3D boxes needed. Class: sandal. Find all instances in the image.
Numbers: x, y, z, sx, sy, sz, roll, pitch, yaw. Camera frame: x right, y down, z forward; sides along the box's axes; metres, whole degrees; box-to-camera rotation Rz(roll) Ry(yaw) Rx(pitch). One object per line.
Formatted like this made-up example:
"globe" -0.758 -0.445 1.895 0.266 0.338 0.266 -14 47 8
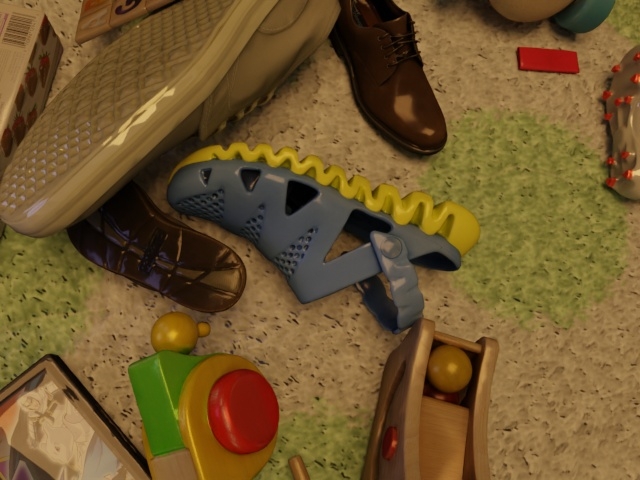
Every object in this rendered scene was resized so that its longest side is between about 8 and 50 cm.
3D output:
"sandal" -0.161 0.000 0.524 0.219 0.060 0.090 25 87 14
"sandal" 0.000 0.000 0.527 0.318 0.126 0.138 16 77 -3

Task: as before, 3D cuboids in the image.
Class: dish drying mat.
"dish drying mat" 0.296 -0.234 0.693 0.083 0.008 0.032 1 76 -10

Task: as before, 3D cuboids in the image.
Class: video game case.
"video game case" -0.267 0.282 0.450 0.275 0.035 0.248 -41 85 -16

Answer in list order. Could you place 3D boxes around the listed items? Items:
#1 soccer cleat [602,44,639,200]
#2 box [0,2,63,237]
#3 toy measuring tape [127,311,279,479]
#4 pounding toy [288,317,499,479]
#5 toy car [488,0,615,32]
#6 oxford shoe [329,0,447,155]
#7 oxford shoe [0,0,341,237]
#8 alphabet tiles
"soccer cleat" 0.399 -0.144 0.660 0.076 0.068 0.196 9 81 -12
"box" -0.335 -0.079 0.519 0.067 0.063 0.323 9 74 -5
"toy measuring tape" -0.072 0.216 0.460 0.121 0.121 0.330 -18 80 -13
"pounding toy" 0.060 0.196 0.457 0.155 0.154 0.269 18 68 -5
"toy car" 0.270 -0.418 0.674 0.219 0.210 0.238 12 44 -19
"oxford shoe" 0.078 -0.200 0.604 0.083 0.096 0.227 -28 83 -17
"oxford shoe" -0.113 -0.163 0.523 0.169 0.130 0.449 17 61 34
"alphabet tiles" -0.164 -0.315 0.566 0.198 0.009 0.237 -20 53 10
